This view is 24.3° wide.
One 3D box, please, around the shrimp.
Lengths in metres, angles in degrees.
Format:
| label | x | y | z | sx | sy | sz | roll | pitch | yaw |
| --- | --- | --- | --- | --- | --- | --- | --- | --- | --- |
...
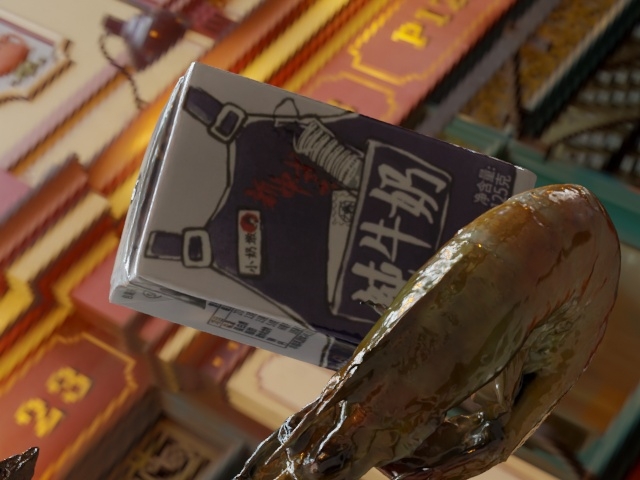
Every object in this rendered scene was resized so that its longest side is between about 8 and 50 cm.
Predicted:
| label | x | y | z | sx | sy | sz | roll | pitch | yaw |
| --- | --- | --- | --- | --- | --- | --- | --- | --- | --- |
| shrimp | 0.059 | 0.062 | 0.685 | 0.248 | 0.068 | 0.150 | -25 | -53 | -37 |

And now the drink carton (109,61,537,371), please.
| label | x | y | z | sx | sy | sz | roll | pitch | yaw |
| --- | --- | --- | --- | --- | --- | --- | --- | --- | --- |
| drink carton | 0.000 | -0.001 | 0.876 | 0.102 | 0.222 | 0.134 | 146 | 140 | -71 |

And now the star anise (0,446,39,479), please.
| label | x | y | z | sx | sy | sz | roll | pitch | yaw |
| --- | --- | --- | --- | --- | --- | --- | --- | --- | --- |
| star anise | -0.369 | 0.283 | 1.541 | 0.144 | 0.140 | 0.158 | 34 | -119 | -66 |
